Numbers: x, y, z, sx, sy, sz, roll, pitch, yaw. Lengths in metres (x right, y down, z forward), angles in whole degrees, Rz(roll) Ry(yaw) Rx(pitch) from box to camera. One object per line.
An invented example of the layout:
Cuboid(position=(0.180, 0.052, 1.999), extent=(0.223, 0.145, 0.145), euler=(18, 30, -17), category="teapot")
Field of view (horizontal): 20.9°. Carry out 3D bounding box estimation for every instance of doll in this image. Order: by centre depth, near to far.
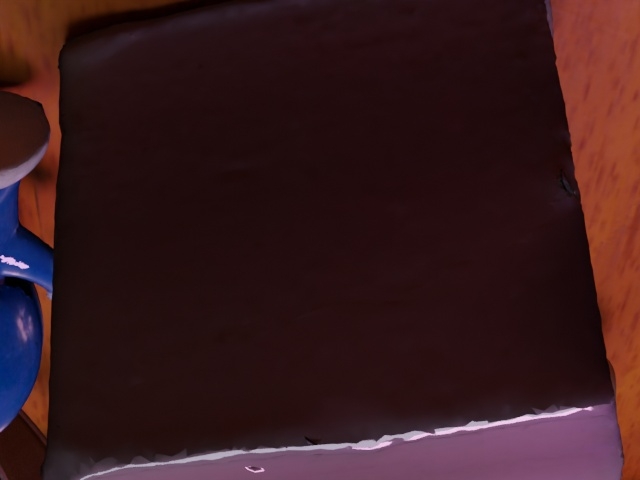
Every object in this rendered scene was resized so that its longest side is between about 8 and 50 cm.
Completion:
Cuboid(position=(-0.247, 0.014, 1.064), extent=(0.215, 0.161, 0.257), euler=(16, 126, -5), category="doll")

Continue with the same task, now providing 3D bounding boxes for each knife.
Cuboid(position=(-0.188, 0.194, 1.236), extent=(0.046, 0.256, 0.022), euler=(-29, 136, -10), category="knife")

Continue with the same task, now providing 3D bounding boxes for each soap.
Cuboid(position=(0.000, 0.000, 0.923), extent=(0.285, 0.296, 0.107), euler=(-7, 146, 7), category="soap")

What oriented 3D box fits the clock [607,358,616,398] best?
Cuboid(position=(0.110, 0.235, 1.314), extent=(0.108, 0.265, 0.324), euler=(21, 147, -3), category="clock")
